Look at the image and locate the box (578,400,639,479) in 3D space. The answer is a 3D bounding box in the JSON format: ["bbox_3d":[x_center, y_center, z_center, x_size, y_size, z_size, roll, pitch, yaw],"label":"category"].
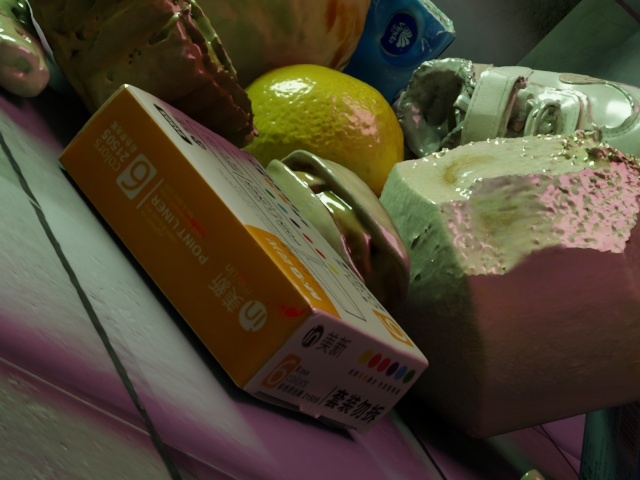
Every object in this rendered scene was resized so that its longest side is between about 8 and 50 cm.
[{"bbox_3d":[0.344,0.215,1.898,0.142,0.083,0.232,-121,-153,-56],"label":"box"}]

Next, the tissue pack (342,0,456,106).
[{"bbox_3d":[0.029,-0.212,2.193,0.146,0.263,0.198,44,10,-6],"label":"tissue pack"}]

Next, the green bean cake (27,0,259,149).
[{"bbox_3d":[-0.165,-0.175,1.558,0.224,0.131,0.229,59,2,21],"label":"green bean cake"}]

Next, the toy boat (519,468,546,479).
[{"bbox_3d":[0.208,0.249,1.617,0.089,0.071,0.185,52,13,32],"label":"toy boat"}]

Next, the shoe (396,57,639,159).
[{"bbox_3d":[0.231,-0.105,1.936,0.198,0.171,0.351,20,-10,-32],"label":"shoe"}]

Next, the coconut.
[{"bbox_3d":[0.176,0.041,1.722,0.297,0.310,0.297,171,-90,-78],"label":"coconut"}]

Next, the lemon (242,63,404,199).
[{"bbox_3d":[-0.011,-0.090,1.811,0.203,0.178,0.178,21,8,7],"label":"lemon"}]

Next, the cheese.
[{"bbox_3d":[-0.264,-0.173,1.500,0.065,0.043,0.194,45,7,-30],"label":"cheese"}]

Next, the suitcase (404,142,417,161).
[{"bbox_3d":[0.109,-0.018,2.090,0.235,0.143,0.194,48,11,13],"label":"suitcase"}]

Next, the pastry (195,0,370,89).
[{"bbox_3d":[-0.107,-0.320,1.952,0.388,0.313,0.388,46,12,-13],"label":"pastry"}]

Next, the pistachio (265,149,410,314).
[{"bbox_3d":[0.000,0.000,1.597,0.223,0.126,0.152,30,-47,54],"label":"pistachio"}]

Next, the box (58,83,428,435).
[{"bbox_3d":[-0.058,0.018,1.416,0.274,0.091,0.221,49,11,27],"label":"box"}]
